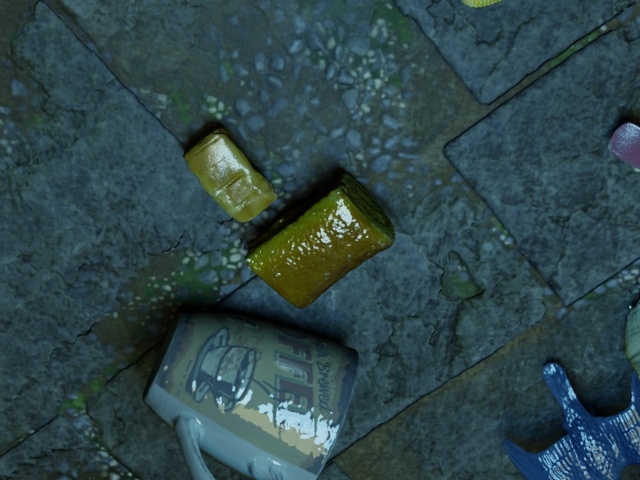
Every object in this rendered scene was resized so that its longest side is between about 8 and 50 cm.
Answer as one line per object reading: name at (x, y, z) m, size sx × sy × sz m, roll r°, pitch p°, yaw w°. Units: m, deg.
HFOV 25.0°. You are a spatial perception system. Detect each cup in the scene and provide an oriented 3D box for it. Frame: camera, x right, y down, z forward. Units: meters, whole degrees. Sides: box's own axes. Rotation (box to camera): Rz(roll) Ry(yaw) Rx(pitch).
cup at (-0.114, 0.239, 1.958) m, size 0.257 × 0.301 × 0.227 m, roll 21°, pitch 137°, yaw -7°

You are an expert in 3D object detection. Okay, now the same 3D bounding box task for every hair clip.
hair clip at (0.448, -0.113, 1.912) m, size 0.137 × 0.022 × 0.054 m, roll 23°, pitch 122°, yaw -15°

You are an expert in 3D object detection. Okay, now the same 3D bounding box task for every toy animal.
toy animal at (0.400, 0.295, 2.083) m, size 0.239 × 0.176 × 0.255 m, roll -33°, pitch 105°, yaw 8°

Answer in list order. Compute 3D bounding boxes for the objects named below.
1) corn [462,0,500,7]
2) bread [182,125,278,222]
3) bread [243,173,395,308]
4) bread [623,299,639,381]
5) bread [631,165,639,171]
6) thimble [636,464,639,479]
corn at (0.248, -0.341, 1.770) m, size 0.165 × 0.063 × 0.085 m, roll -14°, pitch 111°, yaw 2°
bread at (-0.120, -0.087, 1.897) m, size 0.074 × 0.053 × 0.132 m, roll -32°, pitch 115°, yaw 14°
bread at (0.000, 0.000, 1.926) m, size 0.172 × 0.103 × 0.132 m, roll -38°, pitch 118°, yaw 18°
bread at (0.592, 0.158, 1.989) m, size 0.279 × 0.250 × 0.225 m, roll 22°, pitch 123°, yaw -22°
bread at (0.468, -0.153, 1.916) m, size 0.068 × 0.028 × 0.154 m, roll 9°, pitch 120°, yaw -9°
thimble at (0.593, 0.344, 2.139) m, size 0.239 × 0.162 × 0.239 m, roll -2°, pitch 117°, yaw -4°
